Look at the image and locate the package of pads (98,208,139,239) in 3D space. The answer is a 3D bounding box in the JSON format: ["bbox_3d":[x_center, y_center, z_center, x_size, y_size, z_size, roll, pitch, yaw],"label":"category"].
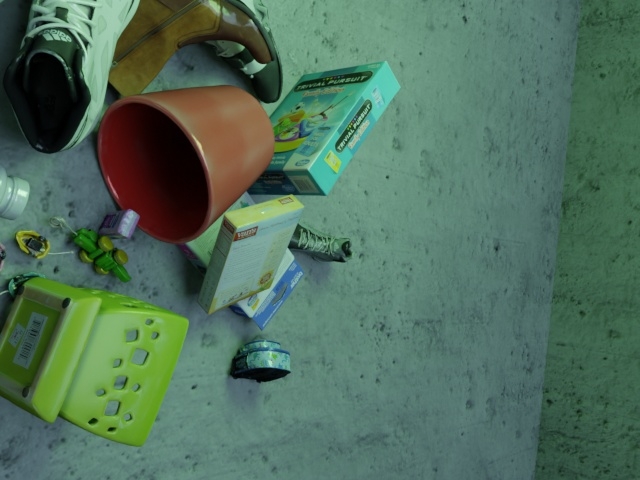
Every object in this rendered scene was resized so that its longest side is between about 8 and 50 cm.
[{"bbox_3d":[-0.368,-0.029,1.176,0.032,0.083,0.050,37,64,-37],"label":"package of pads"}]

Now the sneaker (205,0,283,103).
[{"bbox_3d":[-0.175,-0.410,1.312,0.146,0.122,0.330,-32,136,-17],"label":"sneaker"}]

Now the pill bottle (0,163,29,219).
[{"bbox_3d":[-0.541,-0.088,0.978,0.169,0.094,0.094,22,78,-45],"label":"pill bottle"}]

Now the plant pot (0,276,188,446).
[{"bbox_3d":[-0.390,0.186,1.052,0.207,0.227,0.228,32,73,-49],"label":"plant pot"}]

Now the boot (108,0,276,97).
[{"bbox_3d":[-0.250,-0.345,1.162,0.280,0.096,0.264,-43,132,4],"label":"boot"}]

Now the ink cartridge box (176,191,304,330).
[{"bbox_3d":[-0.172,0.032,1.404,0.185,0.065,0.311,-55,127,-27],"label":"ink cartridge box"}]

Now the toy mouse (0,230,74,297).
[{"bbox_3d":[-0.514,0.047,1.066,0.161,0.031,0.143,37,67,-42],"label":"toy mouse"}]

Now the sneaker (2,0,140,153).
[{"bbox_3d":[-0.351,-0.335,0.948,0.169,0.257,0.447,9,106,-22],"label":"sneaker"}]

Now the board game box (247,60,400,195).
[{"bbox_3d":[-0.015,-0.243,1.403,0.079,0.254,0.336,53,57,-35],"label":"board game box"}]

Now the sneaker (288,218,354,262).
[{"bbox_3d":[0.000,0.000,1.530,0.229,0.132,0.086,21,79,-46],"label":"sneaker"}]

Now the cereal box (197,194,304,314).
[{"bbox_3d":[-0.139,0.027,1.268,0.173,0.047,0.240,-20,145,-43],"label":"cereal box"}]

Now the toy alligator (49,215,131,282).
[{"bbox_3d":[-0.409,0.005,1.164,0.189,0.056,0.051,50,17,-36],"label":"toy alligator"}]

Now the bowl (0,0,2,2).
[{"bbox_3d":[-0.525,-0.438,0.891,0.298,0.134,0.297,0,99,-2],"label":"bowl"}]

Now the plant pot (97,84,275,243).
[{"bbox_3d":[-0.231,-0.165,1.200,0.243,0.275,0.274,-41,122,-48],"label":"plant pot"}]

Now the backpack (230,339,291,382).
[{"bbox_3d":[-0.126,0.267,1.437,0.105,0.114,0.084,21,59,-44],"label":"backpack"}]
